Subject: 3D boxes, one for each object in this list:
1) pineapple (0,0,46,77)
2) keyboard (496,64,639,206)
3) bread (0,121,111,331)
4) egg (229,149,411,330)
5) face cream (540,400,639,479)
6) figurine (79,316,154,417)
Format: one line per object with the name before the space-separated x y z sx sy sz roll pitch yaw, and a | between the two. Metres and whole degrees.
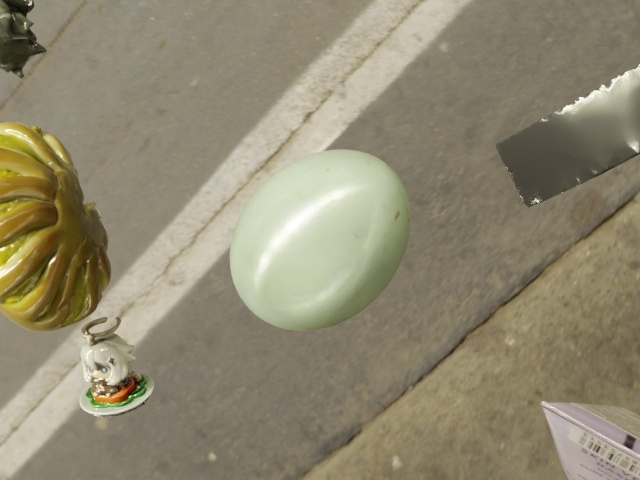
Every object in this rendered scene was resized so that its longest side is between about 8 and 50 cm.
pineapple | -0.331 -0.288 0.932 0.128 0.128 0.247 -19 70 23
keyboard | 0.254 -0.099 0.871 0.196 0.015 0.074 -30 83 44
bread | -0.434 -0.020 1.436 0.160 0.333 0.332 -18 94 11
egg | 0.000 0.000 0.863 0.149 0.149 0.192 47 113 7
face cream | 0.276 0.198 0.861 0.154 0.274 0.096 31 84 19
figurine | -0.357 0.202 1.573 0.132 0.132 0.153 1 115 20
